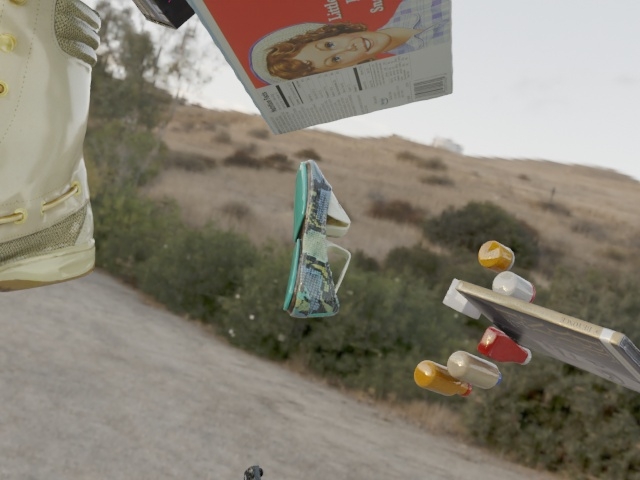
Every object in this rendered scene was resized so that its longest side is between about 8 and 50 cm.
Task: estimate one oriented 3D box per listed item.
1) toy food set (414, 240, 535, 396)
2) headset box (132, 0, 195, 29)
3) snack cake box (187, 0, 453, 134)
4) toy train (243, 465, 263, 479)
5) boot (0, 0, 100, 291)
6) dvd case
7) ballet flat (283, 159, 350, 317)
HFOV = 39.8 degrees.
[{"bbox_3d":[0.241,0.126,1.263,0.104,0.232,0.111,25,0,-41],"label":"toy food set"},{"bbox_3d":[-0.181,-0.472,1.181,0.131,0.283,0.246,32,-18,53],"label":"headset box"},{"bbox_3d":[0.007,-0.165,0.592,0.152,0.089,0.264,-12,-13,6],"label":"snack cake box"},{"bbox_3d":[-0.096,0.420,1.334,0.027,0.158,0.036,13,-35,-37],"label":"toy train"},{"bbox_3d":[-0.227,-0.067,0.539,0.095,0.204,0.262,10,9,25],"label":"boot"},{"bbox_3d":[0.278,0.115,1.012,0.221,0.018,0.164,18,-16,48],"label":"dvd case"},{"bbox_3d":[0.000,0.000,0.918,0.070,0.188,0.070,3,-32,2],"label":"ballet flat"}]
